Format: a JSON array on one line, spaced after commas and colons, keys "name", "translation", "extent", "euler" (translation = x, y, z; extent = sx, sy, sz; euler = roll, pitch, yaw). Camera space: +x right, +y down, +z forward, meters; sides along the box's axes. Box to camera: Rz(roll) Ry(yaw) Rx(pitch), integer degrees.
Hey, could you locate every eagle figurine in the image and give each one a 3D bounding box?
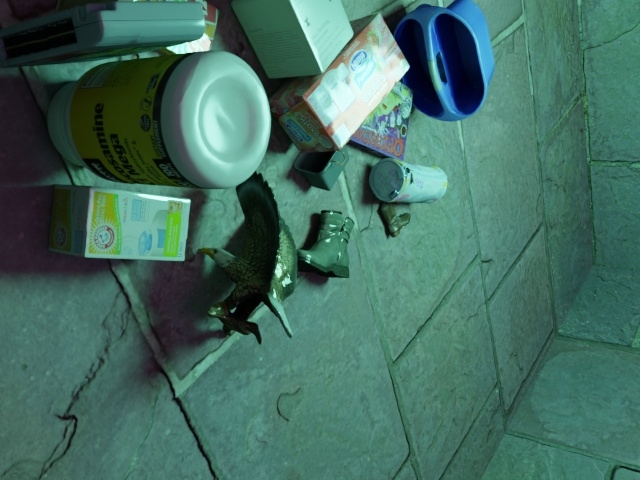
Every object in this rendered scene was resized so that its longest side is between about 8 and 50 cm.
[{"name": "eagle figurine", "translation": [-0.127, 0.038, 1.303], "extent": [0.225, 0.226, 0.298], "euler": [36, 71, -28]}]

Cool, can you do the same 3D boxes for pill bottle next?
[{"name": "pill bottle", "translation": [-0.254, -0.176, 0.972], "extent": [0.188, 0.334, 0.188], "euler": [-11, 104, -52]}]

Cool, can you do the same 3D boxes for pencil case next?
[{"name": "pencil case", "translation": [0.250, -0.165, 1.819], "extent": [0.273, 0.124, 0.113], "euler": [0, 56, -55]}]

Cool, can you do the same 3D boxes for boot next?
[{"name": "boot", "translation": [0.000, 0.000, 1.566], "extent": [0.246, 0.083, 0.161], "euler": [17, 75, -58]}, {"name": "boot", "translation": [0.212, -0.083, 1.858], "extent": [0.106, 0.037, 0.114], "euler": [-53, 130, -36]}]

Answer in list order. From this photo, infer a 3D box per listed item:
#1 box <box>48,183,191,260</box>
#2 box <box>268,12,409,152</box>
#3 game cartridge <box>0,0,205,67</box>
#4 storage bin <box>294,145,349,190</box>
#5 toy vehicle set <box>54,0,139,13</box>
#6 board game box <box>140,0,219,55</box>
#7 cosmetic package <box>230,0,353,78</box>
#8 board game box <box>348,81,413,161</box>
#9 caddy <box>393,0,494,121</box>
[{"name": "box", "translation": [-0.331, -0.027, 1.086], "extent": [0.203, 0.103, 0.114], "euler": [6, 90, -53]}, {"name": "box", "translation": [0.041, -0.348, 1.448], "extent": [0.300, 0.142, 0.154], "euler": [-52, 123, -24]}, {"name": "game cartridge", "translation": [-0.311, -0.286, 0.912], "extent": [0.196, 0.294, 0.060], "euler": [-29, 115, -47]}, {"name": "storage bin", "translation": [0.018, -0.186, 1.533], "extent": [0.135, 0.098, 0.091], "euler": [-60, 147, -20]}, {"name": "toy vehicle set", "translation": [-0.313, -0.464, 0.986], "extent": [0.035, 0.166, 0.267], "euler": [19, 81, -52]}, {"name": "board game box", "translation": [-0.289, -0.406, 1.141], "extent": [0.259, 0.039, 0.124], "euler": [18, 80, -50]}, {"name": "cosmetic package", "translation": [-0.055, -0.456, 1.341], "extent": [0.151, 0.151, 0.184], "euler": [-58, 136, -31]}, {"name": "board game box", "translation": [0.129, -0.341, 1.695], "extent": [0.347, 0.056, 0.208], "euler": [10, 92, -53]}, {"name": "caddy", "translation": [0.336, -0.492, 1.786], "extent": [0.179, 0.241, 0.341], "euler": [-58, 136, -39]}]
